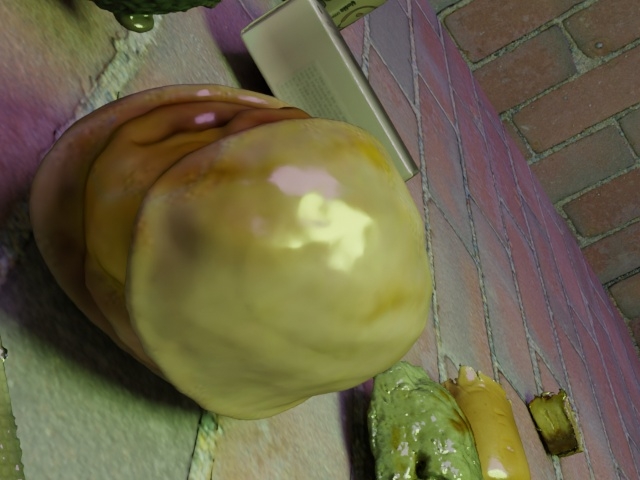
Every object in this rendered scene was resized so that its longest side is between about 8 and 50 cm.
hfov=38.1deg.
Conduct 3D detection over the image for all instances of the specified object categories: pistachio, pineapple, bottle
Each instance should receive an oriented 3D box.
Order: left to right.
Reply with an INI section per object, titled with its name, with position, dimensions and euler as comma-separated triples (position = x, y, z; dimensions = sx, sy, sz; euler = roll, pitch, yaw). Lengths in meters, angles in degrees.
[pistachio]
position = -0.046, 0.013, 0.654
dimensions = 0.308, 0.229, 0.230
euler = 25, 41, -53
[bottle]
position = 0.052, -0.398, 1.418
dimensions = 0.097, 0.209, 0.110
euler = 10, 54, -66
[pineapple]
position = 0.408, 0.322, 1.559
dimensions = 0.137, 0.069, 0.116
euler = 56, 20, -21

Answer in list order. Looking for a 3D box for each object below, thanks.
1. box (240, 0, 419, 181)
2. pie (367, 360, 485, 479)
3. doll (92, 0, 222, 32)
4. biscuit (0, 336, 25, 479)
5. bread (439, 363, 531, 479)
[box]
position = 0.018, -0.161, 1.144
dimensions = 0.252, 0.106, 0.203
euler = 59, 11, 0
[pie]
position = 0.117, 0.238, 0.921
dimensions = 0.201, 0.089, 0.248
euler = 46, 29, -45
[doll]
position = -0.187, -0.339, 0.746
dimensions = 0.350, 0.247, 0.247
euler = 54, 21, -13
[biscuit]
position = -0.217, 0.067, 0.396
dimensions = 0.199, 0.040, 0.121
euler = 24, 44, -58
[bread]
position = 0.195, 0.249, 1.103
dimensions = 0.134, 0.085, 0.173
euler = 47, 24, -35
